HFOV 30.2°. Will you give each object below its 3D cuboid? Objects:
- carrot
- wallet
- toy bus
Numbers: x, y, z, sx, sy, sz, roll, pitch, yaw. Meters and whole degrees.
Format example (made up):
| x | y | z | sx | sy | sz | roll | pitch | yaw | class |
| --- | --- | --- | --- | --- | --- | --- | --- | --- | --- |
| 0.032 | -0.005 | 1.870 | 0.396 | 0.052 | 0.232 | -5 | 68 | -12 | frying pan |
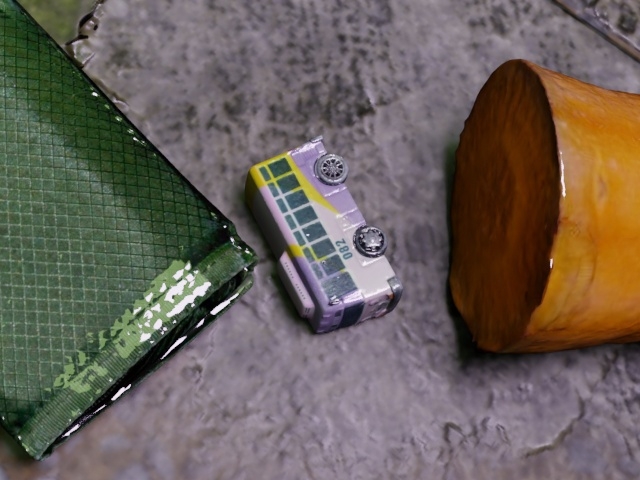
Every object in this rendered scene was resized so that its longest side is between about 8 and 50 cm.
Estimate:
| x | y | z | sx | sy | sz | roll | pitch | yaw | class |
| --- | --- | --- | --- | --- | --- | --- | --- | --- | --- |
| 0.191 | -0.003 | 0.657 | 0.225 | 0.159 | 0.159 | 9 | 68 | -16 | carrot |
| -0.166 | -0.018 | 0.643 | 0.160 | 0.055 | 0.236 | -40 | 75 | -18 | wallet |
| 0.000 | 0.000 | 0.666 | 0.058 | 0.052 | 0.102 | -23 | 73 | -15 | toy bus |
